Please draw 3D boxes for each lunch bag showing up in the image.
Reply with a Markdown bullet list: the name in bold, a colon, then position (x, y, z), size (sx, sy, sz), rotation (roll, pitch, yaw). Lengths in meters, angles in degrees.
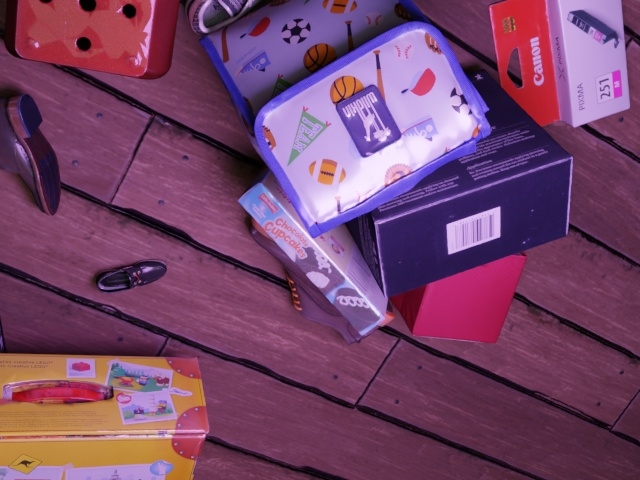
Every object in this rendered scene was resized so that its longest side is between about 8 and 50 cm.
- **lunch bag**: position (0.037, -0.227, 1.274), size (0.327, 0.386, 0.239), rotation (-30, 151, 1)

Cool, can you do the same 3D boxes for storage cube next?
- **storage cube**: position (0.262, 0.071, 1.599), size (0.214, 0.184, 0.193), rotation (8, 111, -19)

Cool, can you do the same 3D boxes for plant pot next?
- **plant pot**: position (-0.338, -0.371, 1.200), size (0.267, 0.236, 0.267), rotation (7, 113, -14)

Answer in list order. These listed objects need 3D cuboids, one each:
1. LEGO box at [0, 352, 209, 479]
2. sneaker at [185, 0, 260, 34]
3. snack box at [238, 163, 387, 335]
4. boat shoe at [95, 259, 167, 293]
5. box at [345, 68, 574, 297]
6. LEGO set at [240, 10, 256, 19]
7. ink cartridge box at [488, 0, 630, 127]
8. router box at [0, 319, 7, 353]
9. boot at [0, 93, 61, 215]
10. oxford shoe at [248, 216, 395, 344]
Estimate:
- **LEGO box**: position (-0.490, 0.400, 1.468), size (0.499, 0.193, 0.373), rotation (5, 125, -21)
- **sneaker**: position (-0.118, -0.420, 1.335), size (0.235, 0.095, 0.090), rotation (-43, 115, 3)
- **snack box**: position (0.000, 0.000, 1.449), size (0.060, 0.187, 0.322), rotation (-38, 102, 21)
- **boat shoe**: position (-0.351, 0.070, 1.510), size (0.132, 0.042, 0.049), rotation (-11, 113, -12)
- **box**: position (0.207, -0.110, 1.418), size (0.343, 0.313, 0.179), rotation (-18, 133, -7)
- **LEGO set**: position (-0.104, -0.356, 1.404), size (0.083, 0.023, 0.054), rotation (36, 100, -25)
- **ink cartridge box**: position (0.460, -0.348, 1.545), size (0.238, 0.060, 0.275), rotation (-20, 116, -8)
- **router box**: position (-0.696, 0.138, 1.420), size (0.242, 0.081, 0.309), rotation (-7, 114, -13)
- **boot**: position (-0.514, -0.141, 1.370), size (0.106, 0.082, 0.219), rotation (-2, 119, 9)
- **oxford shoe**: position (-0.018, 0.083, 1.563), size (0.132, 0.130, 0.363), rotation (-42, 114, 15)
